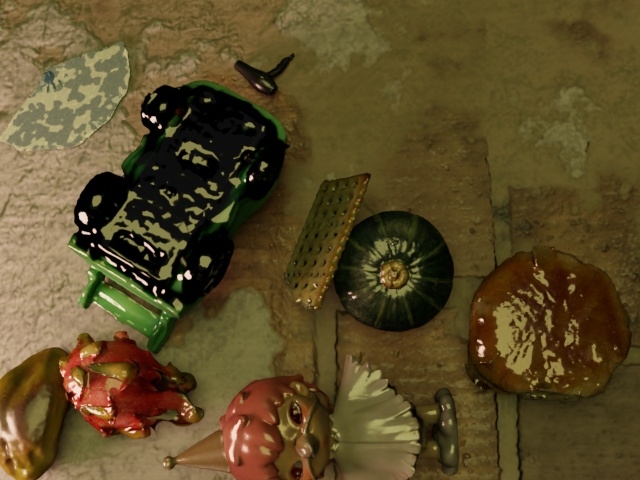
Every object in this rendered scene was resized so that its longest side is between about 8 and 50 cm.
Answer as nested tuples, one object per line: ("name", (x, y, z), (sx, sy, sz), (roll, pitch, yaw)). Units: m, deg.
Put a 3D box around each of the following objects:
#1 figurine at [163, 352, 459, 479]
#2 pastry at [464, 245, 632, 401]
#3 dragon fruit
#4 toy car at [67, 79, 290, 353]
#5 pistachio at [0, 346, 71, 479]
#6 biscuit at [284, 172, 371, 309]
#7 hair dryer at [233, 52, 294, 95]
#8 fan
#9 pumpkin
("figurine", (-0.017, 0.254, 1.377), (0.387, 0.166, 0.207), (-2, 97, 2))
("pastry", (0.299, 0.125, 1.422), (0.229, 0.100, 0.218), (-31, 80, -9))
("dragon fruit", (-0.254, 0.204, 1.430), (0.207, 0.150, 0.133), (20, 46, 4))
("toy car", (-0.199, -0.039, 1.467), (0.213, 0.176, 0.359), (29, 76, 10))
("pistachio", (-0.400, 0.234, 1.444), (0.110, 0.100, 0.189), (16, 79, 3))
("biscuit", (0.001, 0.000, 1.461), (0.016, 0.144, 0.203), (28, 76, -25))
("hair dryer", (-0.078, -0.262, 1.587), (0.079, 0.031, 0.083), (40, 68, 21))
("fan", (-0.381, -0.211, 1.600), (0.240, 0.009, 0.131), (-39, 77, -6))
("pumpkin", (0.102, 0.042, 1.443), (0.167, 0.125, 0.167), (-1, 87, 14))
